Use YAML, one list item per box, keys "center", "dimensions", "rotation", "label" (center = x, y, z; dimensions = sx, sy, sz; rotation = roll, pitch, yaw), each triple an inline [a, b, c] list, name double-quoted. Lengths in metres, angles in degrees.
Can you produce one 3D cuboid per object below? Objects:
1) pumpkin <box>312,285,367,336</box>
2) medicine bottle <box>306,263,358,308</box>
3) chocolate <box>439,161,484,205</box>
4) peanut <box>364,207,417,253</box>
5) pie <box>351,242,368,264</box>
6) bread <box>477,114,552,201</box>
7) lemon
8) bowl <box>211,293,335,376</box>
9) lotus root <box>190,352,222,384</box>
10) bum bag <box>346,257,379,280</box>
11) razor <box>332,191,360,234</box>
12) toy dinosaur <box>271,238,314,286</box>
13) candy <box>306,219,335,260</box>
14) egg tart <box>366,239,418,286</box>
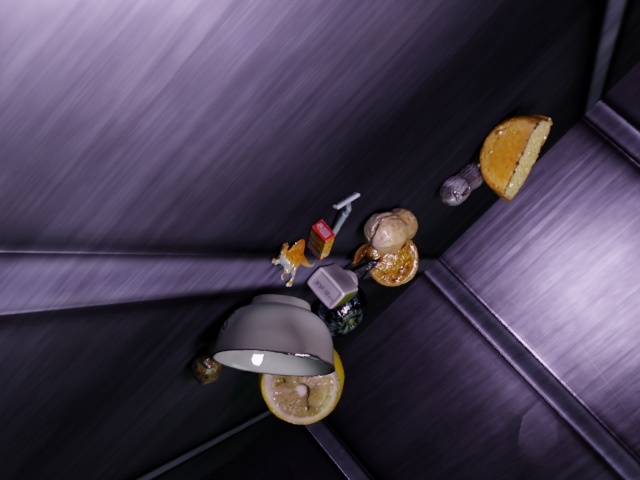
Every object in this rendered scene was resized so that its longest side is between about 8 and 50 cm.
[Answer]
- center: [0.079, 0.269, 2.345]
  dimensions: [0.233, 0.163, 0.233]
  rotation: [-32, 151, -21]
  label: "pumpkin"
- center: [0.054, 0.151, 2.039]
  dimensions: [0.088, 0.132, 0.188]
  rotation: [-49, 163, 20]
  label: "medicine bottle"
- center: [0.552, -0.219, 2.324]
  dimensions: [0.248, 0.110, 0.110]
  rotation: [-35, 162, -26]
  label: "chocolate"
- center: [0.241, -0.036, 2.006]
  dimensions: [0.149, 0.149, 0.313]
  rotation: [-51, 168, 27]
  label: "peanut"
- center: [0.144, 0.047, 2.169]
  dimensions: [0.088, 0.033, 0.191]
  rotation: [-55, 170, 3]
  label: "pie"
- center: [0.696, -0.327, 2.226]
  dimensions: [0.194, 0.179, 0.340]
  rotation: [-8, 125, -54]
  label: "bread"
- center: [-0.074, 0.529, 2.373]
  dimensions: [0.364, 0.364, 0.364]
  rotation: [-39, 163, -14]
  label: "lemon"
- center: [-0.123, 0.266, 1.708]
  dimensions: [0.354, 0.354, 0.185]
  rotation: [91, 5, -68]
  label: "bowl"
- center: [-0.346, 0.388, 1.806]
  dimensions: [0.089, 0.080, 0.179]
  rotation: [-13, 157, -19]
  label: "lotus root"
- center: [0.108, 0.133, 2.197]
  dimensions: [0.248, 0.060, 0.123]
  rotation: [-24, 173, 11]
  label: "bum bag"
- center: [0.055, -0.054, 1.695]
  dimensions: [0.084, 0.036, 0.211]
  rotation: [-32, 160, -27]
  label: "razor"
- center: [-0.073, 0.043, 1.646]
  dimensions: [0.212, 0.057, 0.142]
  rotation: [-39, 149, -56]
  label: "toy dinosaur"
- center: [0.000, 0.000, 1.657]
  dimensions: [0.038, 0.062, 0.122]
  rotation: [-34, 162, -24]
  label: "candy"
- center: [0.276, 0.071, 2.305]
  dimensions: [0.202, 0.202, 0.147]
  rotation: [-44, 178, 6]
  label: "egg tart"
